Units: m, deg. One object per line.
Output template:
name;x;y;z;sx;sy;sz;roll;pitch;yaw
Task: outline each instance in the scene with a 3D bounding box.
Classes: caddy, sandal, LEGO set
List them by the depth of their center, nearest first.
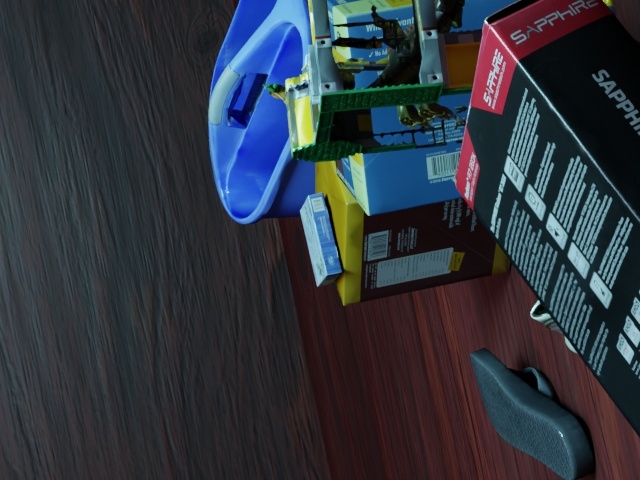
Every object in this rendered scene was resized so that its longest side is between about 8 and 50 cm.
LEGO set;0.106;-0.192;1.580;0.255;0.331;0.192;60;-156;-77
sandal;0.235;0.188;2.081;0.254;0.054;0.097;41;150;60
caddy;-0.041;-0.171;2.252;0.341;0.179;0.241;116;145;-46

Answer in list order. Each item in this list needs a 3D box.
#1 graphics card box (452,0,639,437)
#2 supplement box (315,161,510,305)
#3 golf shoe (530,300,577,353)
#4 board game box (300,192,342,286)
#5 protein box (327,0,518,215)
graphics card box;0.239;0.021;1.376;0.371;0.094;0.233;56;162;24
supplement box;0.103;-0.051;2.096;0.191;0.194;0.129;91;165;-54
golf shoe;0.232;0.060;1.795;0.176;0.086;0.069;91;163;-60
board game box;0.000;0.000;2.107;0.090;0.020;0.090;128;129;-78
protein box;0.113;-0.155;1.889;0.136;0.200;0.201;-125;25;-67
